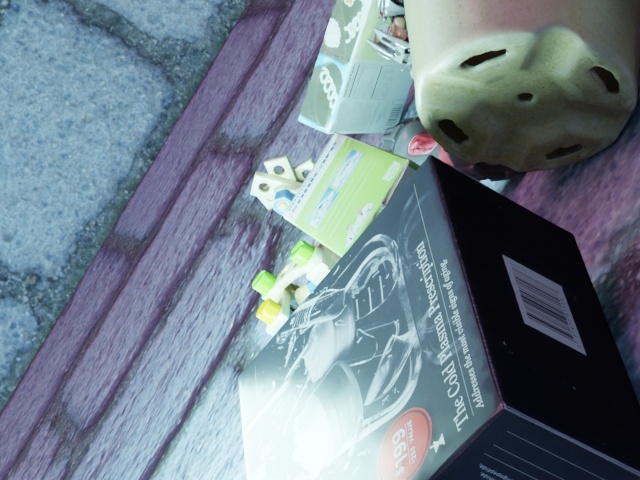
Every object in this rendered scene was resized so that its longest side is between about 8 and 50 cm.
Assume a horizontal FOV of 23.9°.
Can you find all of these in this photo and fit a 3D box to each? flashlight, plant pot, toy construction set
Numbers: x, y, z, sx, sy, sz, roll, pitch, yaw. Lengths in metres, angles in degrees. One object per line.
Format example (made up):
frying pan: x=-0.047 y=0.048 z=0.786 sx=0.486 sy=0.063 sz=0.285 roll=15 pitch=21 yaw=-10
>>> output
flashlight: x=0.155 y=-0.120 z=1.840 sx=0.103 sy=0.103 sz=0.304 roll=-34 pitch=12 yaw=-12
plant pot: x=0.216 y=-0.253 z=1.600 sx=0.334 sy=0.334 sz=0.305 roll=-40 pitch=36 yaw=46
toy construction set: x=0.000 y=0.000 z=2.007 sx=0.215 sy=0.151 sz=0.327 roll=-47 pitch=31 yaw=32

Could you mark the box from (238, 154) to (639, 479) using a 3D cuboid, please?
box: x=0.093 y=0.162 z=1.304 sx=0.312 sy=0.179 sz=0.343 roll=-51 pitch=26 yaw=25

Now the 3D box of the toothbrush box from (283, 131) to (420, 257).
toothbrush box: x=0.102 y=-0.002 z=1.590 sx=0.122 sy=0.206 sz=0.283 roll=-59 pitch=16 yaw=-1

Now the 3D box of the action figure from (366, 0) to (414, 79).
action figure: x=0.172 y=-0.308 z=2.010 sx=0.285 sy=0.185 sz=0.099 roll=-62 pitch=1 yaw=-36

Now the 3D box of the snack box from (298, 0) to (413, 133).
snack box: x=0.086 y=-0.306 z=2.095 sx=0.187 sy=0.060 sz=0.322 roll=-6 pitch=-61 yaw=-58
